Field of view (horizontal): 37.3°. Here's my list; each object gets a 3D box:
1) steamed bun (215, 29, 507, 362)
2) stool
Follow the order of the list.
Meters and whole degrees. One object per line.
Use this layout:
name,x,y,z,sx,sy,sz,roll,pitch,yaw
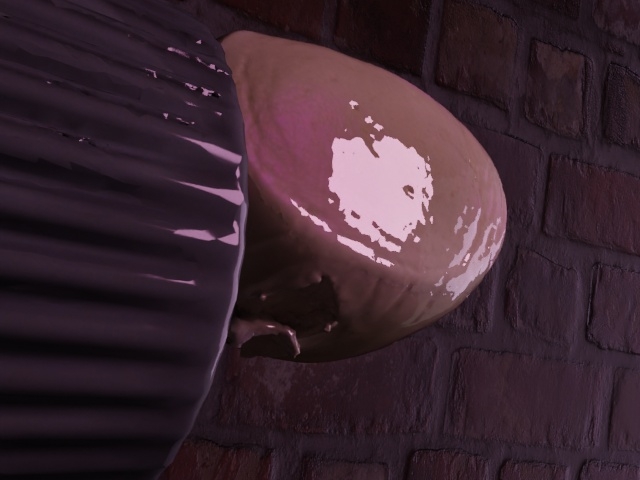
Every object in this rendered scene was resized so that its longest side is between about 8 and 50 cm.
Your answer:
steamed bun,0.000,0.000,0.540,0.170,0.239,0.152,-36,-129,36
stool,-0.228,-0.018,0.376,0.297,0.330,0.297,-23,-119,51
